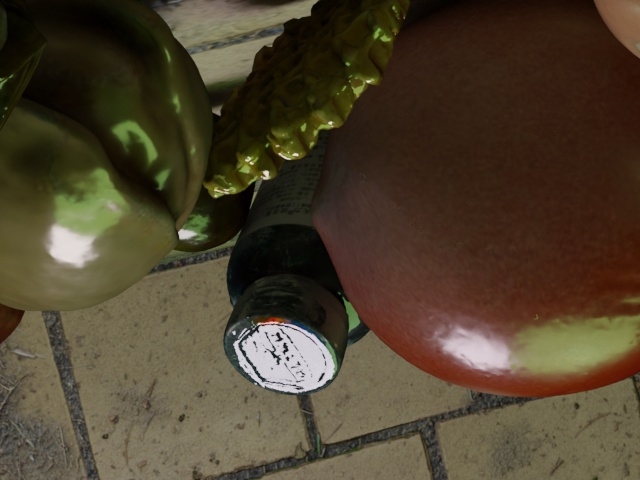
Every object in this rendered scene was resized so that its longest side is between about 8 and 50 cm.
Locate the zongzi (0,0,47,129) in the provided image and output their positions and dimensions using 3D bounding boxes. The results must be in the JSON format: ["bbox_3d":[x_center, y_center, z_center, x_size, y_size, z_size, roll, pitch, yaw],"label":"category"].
[{"bbox_3d":[-0.278,-0.056,0.433,0.285,0.134,0.288,-23,166,26],"label":"zongzi"}]

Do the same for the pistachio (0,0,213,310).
[{"bbox_3d":[-0.159,-0.048,0.724,0.181,0.162,0.293,33,163,-16],"label":"pistachio"}]

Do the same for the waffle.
[{"bbox_3d":[-0.011,-0.096,0.765,0.191,0.038,0.191,-41,-161,17],"label":"waffle"}]

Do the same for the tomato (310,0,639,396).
[{"bbox_3d":[0.150,-0.038,0.969,0.321,0.322,0.321,-15,177,-1],"label":"tomato"}]

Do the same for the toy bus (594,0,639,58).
[{"bbox_3d":[0.234,-0.138,0.552,0.232,0.194,0.287,16,-176,42],"label":"toy bus"}]

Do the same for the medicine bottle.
[{"bbox_3d":[0.000,0.000,1.145,0.141,0.141,0.293,-17,-146,31],"label":"medicine bottle"}]

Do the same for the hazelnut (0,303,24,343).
[{"bbox_3d":[-0.393,0.038,1.341,0.170,0.161,0.202,0,-151,-23],"label":"hazelnut"}]

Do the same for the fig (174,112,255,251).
[{"bbox_3d":[-0.172,-0.056,1.103,0.236,0.124,0.124,3,180,12],"label":"fig"}]
